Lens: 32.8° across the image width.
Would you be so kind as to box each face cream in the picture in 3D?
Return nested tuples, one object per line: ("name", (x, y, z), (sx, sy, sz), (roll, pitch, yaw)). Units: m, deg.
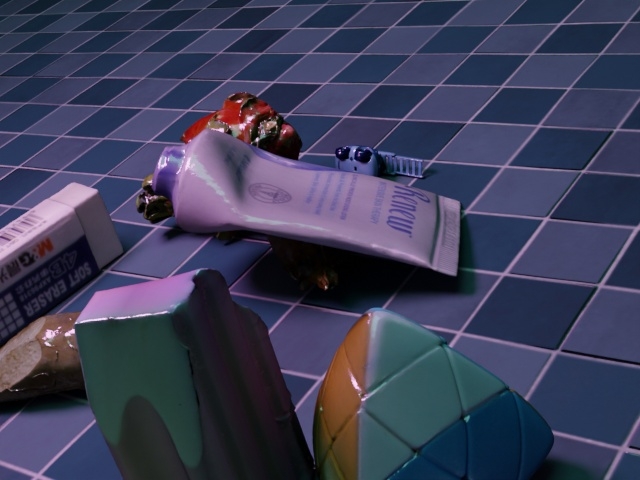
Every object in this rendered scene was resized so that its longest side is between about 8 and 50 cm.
("face cream", (-0.019, -0.048, 1.462), (0.420, 0.137, 0.235), (13, 25, 2))

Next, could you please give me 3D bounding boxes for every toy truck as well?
("toy truck", (0.086, -0.113, 1.662), (0.136, 0.063, 0.074), (15, 23, 38))

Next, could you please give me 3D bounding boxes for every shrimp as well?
("shrimp", (0.000, -0.001, 1.518), (0.154, 0.062, 0.294), (-11, 28, 0))

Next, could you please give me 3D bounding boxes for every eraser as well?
("eraser", (-0.432, 0.037, 1.616), (0.081, 0.124, 0.279), (14, 43, 42))

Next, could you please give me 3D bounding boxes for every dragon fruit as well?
("dragon fruit", (-0.155, -0.106, 1.635), (0.269, 0.200, 0.198), (-20, 73, -7))

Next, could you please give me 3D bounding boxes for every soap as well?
("soap", (-0.112, 0.168, 1.031), (0.109, 0.324, 0.193), (-4, 33, 19))

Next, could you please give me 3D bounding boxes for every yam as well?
("yam", (-0.332, 0.147, 1.410), (0.259, 0.106, 0.106), (-10, 31, 12))

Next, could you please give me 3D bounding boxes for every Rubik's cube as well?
("Rubik's cube", (0.107, 0.160, 1.039), (0.254, 0.254, 0.254), (-13, 30, 8))
